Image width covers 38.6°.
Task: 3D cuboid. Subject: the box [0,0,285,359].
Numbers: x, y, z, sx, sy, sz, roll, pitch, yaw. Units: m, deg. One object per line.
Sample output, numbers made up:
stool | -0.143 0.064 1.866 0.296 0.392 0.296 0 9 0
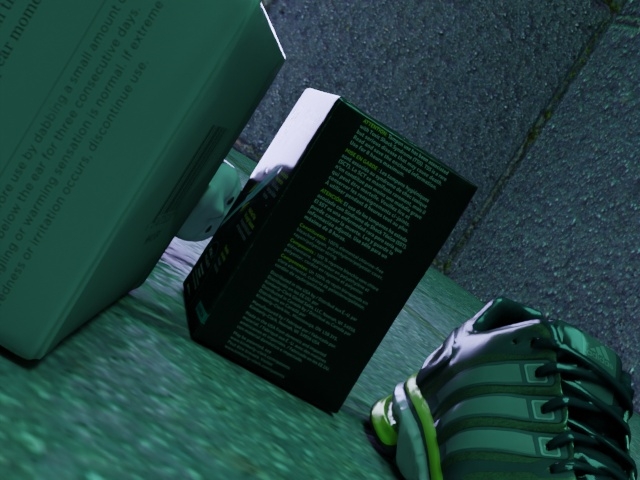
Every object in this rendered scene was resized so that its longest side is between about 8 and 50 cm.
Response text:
box | -0.208 -0.121 0.432 0.345 0.168 0.215 33 5 -2

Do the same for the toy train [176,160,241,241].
toy train | -0.201 -0.117 0.702 0.334 0.142 0.190 34 -4 21

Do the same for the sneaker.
sneaker | 0.111 0.105 0.455 0.111 0.121 0.300 30 5 -19

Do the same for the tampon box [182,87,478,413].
tampon box | 0.000 0.000 0.575 0.101 0.161 0.120 31 5 -15
